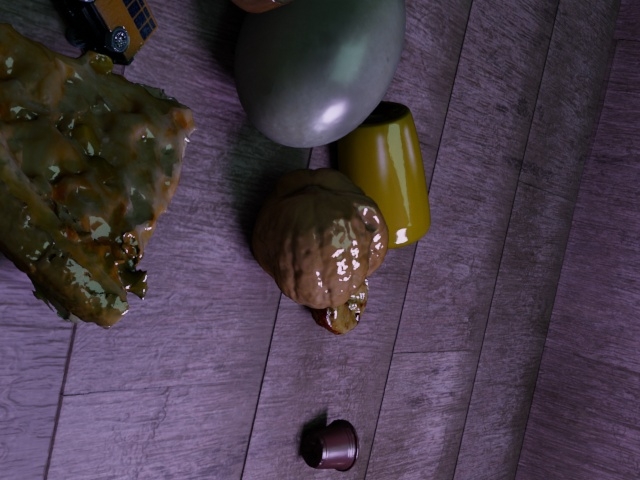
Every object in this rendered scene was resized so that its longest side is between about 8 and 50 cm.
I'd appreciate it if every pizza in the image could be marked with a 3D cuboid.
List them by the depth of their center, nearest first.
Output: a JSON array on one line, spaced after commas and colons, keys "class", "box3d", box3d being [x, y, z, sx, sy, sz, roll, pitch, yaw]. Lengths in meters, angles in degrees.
[{"class": "pizza", "box3d": [-0.302, -0.086, 1.148, 0.435, 0.080, 0.392, 15, 56, -43]}]

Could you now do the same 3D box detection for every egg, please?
[{"class": "egg", "box3d": [0.000, -0.315, 1.564, 0.352, 0.258, 0.258, -59, 143, -13]}]

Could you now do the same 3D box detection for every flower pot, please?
[{"class": "flower pot", "box3d": [0.013, 0.429, 2.008, 0.089, 0.111, 0.111, 2, 100, -41]}]

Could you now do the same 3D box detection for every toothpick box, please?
[{"class": "toothpick box", "box3d": [0.118, -0.134, 1.885, 0.175, 0.175, 0.271, -37, 127, -44]}]

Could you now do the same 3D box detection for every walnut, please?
[{"class": "walnut", "box3d": [0.000, 0.000, 1.718, 0.224, 0.257, 0.257, -90, 163, -45]}]

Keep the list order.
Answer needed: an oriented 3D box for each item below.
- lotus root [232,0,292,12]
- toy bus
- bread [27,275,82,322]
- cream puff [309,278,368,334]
[{"class": "lotus root", "box3d": [-0.110, -0.518, 1.385, 0.390, 0.111, 0.375, -20, 98, -51]}, {"class": "toy bus", "box3d": [-0.296, -0.329, 1.273, 0.103, 0.091, 0.182, -58, 144, -28]}, {"class": "bread", "box3d": [-0.320, -0.023, 1.287, 0.158, 0.156, 0.261, -38, 133, -42]}, {"class": "cream puff", "box3d": [0.033, 0.118, 1.928, 0.149, 0.084, 0.149, -31, 130, -46]}]
